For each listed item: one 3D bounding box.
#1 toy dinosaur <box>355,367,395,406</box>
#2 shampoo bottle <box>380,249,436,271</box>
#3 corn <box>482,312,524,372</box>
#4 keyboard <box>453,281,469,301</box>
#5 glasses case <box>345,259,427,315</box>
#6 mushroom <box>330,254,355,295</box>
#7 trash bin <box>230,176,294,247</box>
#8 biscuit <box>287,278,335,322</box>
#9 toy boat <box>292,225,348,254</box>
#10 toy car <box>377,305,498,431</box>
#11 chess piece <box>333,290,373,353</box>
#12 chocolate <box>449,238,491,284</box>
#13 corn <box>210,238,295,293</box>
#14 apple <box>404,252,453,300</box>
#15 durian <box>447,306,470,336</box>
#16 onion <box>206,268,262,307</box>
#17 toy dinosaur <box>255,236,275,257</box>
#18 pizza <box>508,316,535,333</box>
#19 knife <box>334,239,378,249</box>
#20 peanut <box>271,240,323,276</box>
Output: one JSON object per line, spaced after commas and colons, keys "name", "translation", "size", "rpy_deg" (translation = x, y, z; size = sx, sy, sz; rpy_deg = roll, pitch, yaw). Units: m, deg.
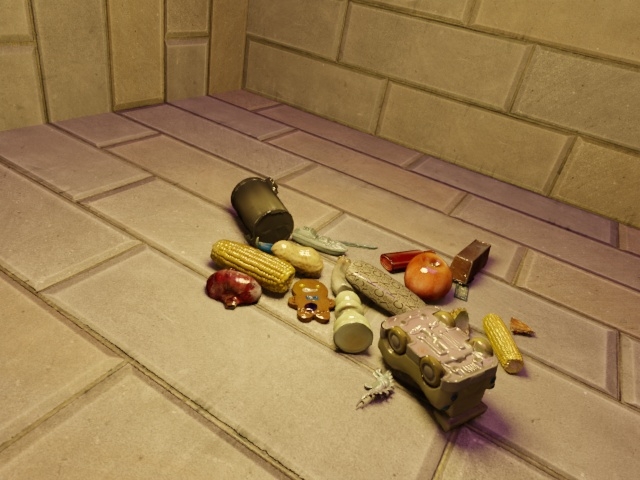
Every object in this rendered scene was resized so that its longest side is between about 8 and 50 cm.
{"name": "toy dinosaur", "translation": [0.177, 0.446, 1.369], "size": [0.082, 0.039, 0.209], "rpy_deg": [33, 38, 28]}
{"name": "shampoo bottle", "translation": [0.400, 0.085, 2.003], "size": [0.261, 0.064, 0.102], "rpy_deg": [-5, 31, -26]}
{"name": "corn", "translation": [0.655, 0.363, 1.623], "size": [0.081, 0.081, 0.248], "rpy_deg": [8, 32, -6]}
{"name": "keyboard", "translation": [0.611, 0.203, 1.933], "size": [0.055, 0.014, 0.176], "rpy_deg": [22, 33, 11]}
{"name": "glasses case", "translation": [0.254, 0.196, 1.712], "size": [0.355, 0.085, 0.137], "rpy_deg": [35, 28, 11]}
{"name": "mushroom", "translation": [0.086, 0.142, 1.795], "size": [0.092, 0.081, 0.223], "rpy_deg": [-7, 29, 4]}
{"name": "trash bin", "translation": [-0.257, -0.128, 1.990], "size": [0.252, 0.203, 0.301], "rpy_deg": [-37, 44, 0]}
{"name": "biscuit", "translation": [-0.035, 0.218, 1.673], "size": [0.180, 0.039, 0.236], "rpy_deg": [3, 30, -12]}
{"name": "toy boat", "translation": [0.000, 0.000, 1.985], "size": [0.261, 0.085, 0.078], "rpy_deg": [20, 32, 13]}
{"name": "toy car", "translation": [0.358, 0.382, 1.401], "size": [0.242, 0.226, 0.336], "rpy_deg": [-13, 28, -26]}
{"name": "chess piece", "translation": [0.102, 0.268, 1.569], "size": [0.133, 0.133, 0.243], "rpy_deg": [8, 25, -7]}
{"name": "chocolate", "translation": [0.678, 0.088, 2.026], "size": [0.112, 0.111, 0.321], "rpy_deg": [27, 30, 28]}
{"name": "corn", "translation": [-0.260, 0.091, 1.708], "size": [0.345, 0.131, 0.131], "rpy_deg": [23, 33, 18]}
{"name": "apple", "translation": [0.440, 0.143, 1.828], "size": [0.201, 0.162, 0.201], "rpy_deg": [10, 30, -6]}
{"name": "durian", "translation": [0.461, 0.334, 1.617], "size": [0.252, 0.144, 0.139], "rpy_deg": [-26, 84, -54]}
{"name": "onion", "translation": [-0.311, 0.162, 1.608], "size": [0.206, 0.098, 0.151], "rpy_deg": [10, 30, -4]}
{"name": "toy dinosaur", "translation": [-0.160, 0.041, 1.811], "size": [0.188, 0.247, 0.075], "rpy_deg": [-2, 70, 9]}
{"name": "pizza", "translation": [0.775, 0.337, 1.763], "size": [0.100, 0.029, 0.099], "rpy_deg": [9, 23, -8]}
{"name": "knife", "translation": [0.165, 0.020, 2.076], "size": [0.211, 0.015, 0.028], "rpy_deg": [9, 26, -5]}
{"name": "peanut", "translation": [-0.087, 0.066, 1.769], "size": [0.237, 0.110, 0.120], "rpy_deg": [28, -14, -29]}
